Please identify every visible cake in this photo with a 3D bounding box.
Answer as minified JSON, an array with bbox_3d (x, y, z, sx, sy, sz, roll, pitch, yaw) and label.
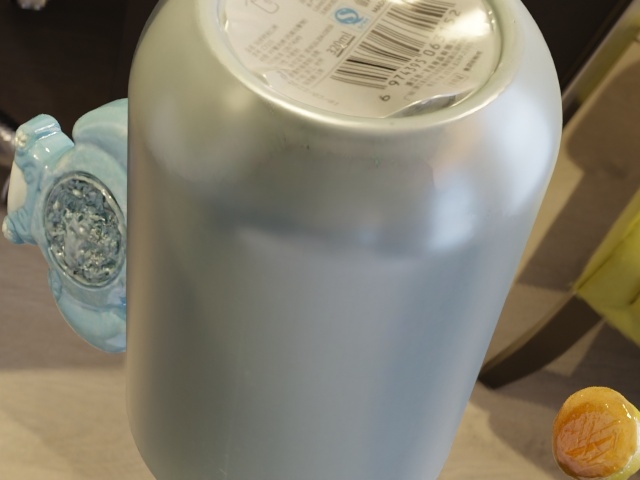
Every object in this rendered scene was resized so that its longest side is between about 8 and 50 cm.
[{"bbox_3d":[0.240,0.169,0.985,0.044,0.084,0.084,26,48,-46],"label":"cake"}]

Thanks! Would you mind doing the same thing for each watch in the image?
[{"bbox_3d":[-0.132,-0.033,0.943,0.211,0.211,0.193,51,36,14],"label":"watch"}]

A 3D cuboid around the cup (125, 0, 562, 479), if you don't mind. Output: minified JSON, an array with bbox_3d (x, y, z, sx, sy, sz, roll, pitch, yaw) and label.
[{"bbox_3d":[0.000,0.000,0.596,0.205,0.312,0.206,4,50,-5],"label":"cup"}]
